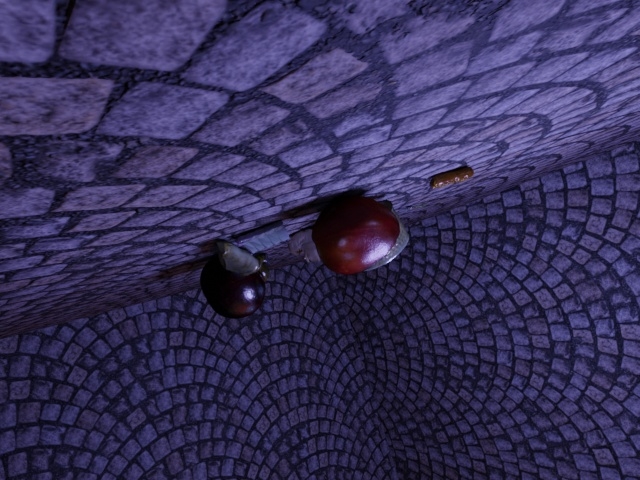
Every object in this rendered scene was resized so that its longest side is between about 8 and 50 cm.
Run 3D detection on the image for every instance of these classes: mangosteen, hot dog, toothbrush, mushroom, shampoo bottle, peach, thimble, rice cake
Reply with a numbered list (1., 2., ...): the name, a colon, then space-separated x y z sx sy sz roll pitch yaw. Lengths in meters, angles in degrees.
1. mangosteen: -0.356 0.187 1.864 0.300 0.300 0.300 -17 175 -2
2. hot dog: 0.464 -0.223 1.542 0.165 0.045 0.071 -17 177 -14
3. toothbrush: -0.284 0.001 1.603 0.257 0.024 0.018 -17 175 -20
4. mushroom: -0.315 0.067 1.592 0.107 0.087 0.333 -27 163 7
5. shampoo bottle: -0.341 0.109 2.231 0.079 0.080 0.246 -20 175 13
6. peach: 0.113 -0.028 1.391 0.275 0.248 0.245 -23 152 13
7. mushroom: 0.000 0.000 1.898 0.286 0.156 0.151 -6 -165 40
8. thimble: 0.188 -0.019 1.651 0.271 0.150 0.271 -29 -161 11
9. rice cake: -0.199 -0.010 1.554 0.189 0.037 0.198 -22 169 6

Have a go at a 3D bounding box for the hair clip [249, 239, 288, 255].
1. hair clip: -0.215 0.005 1.761 0.187 0.056 0.146 -25 176 -17

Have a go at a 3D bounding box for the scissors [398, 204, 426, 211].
1. scissors: 0.473 -0.167 2.298 0.134 0.020 0.187 -16 178 33
